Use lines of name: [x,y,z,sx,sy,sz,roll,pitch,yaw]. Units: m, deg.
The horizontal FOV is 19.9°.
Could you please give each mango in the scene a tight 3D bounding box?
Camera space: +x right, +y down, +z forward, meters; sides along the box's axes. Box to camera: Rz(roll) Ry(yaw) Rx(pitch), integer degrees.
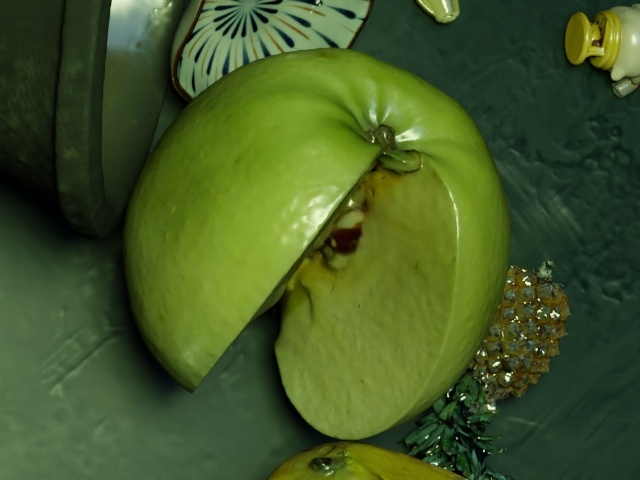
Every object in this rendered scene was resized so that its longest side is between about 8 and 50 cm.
mango: [0.063,0.246,1.393,0.262,0.167,0.130,20,32,-22]

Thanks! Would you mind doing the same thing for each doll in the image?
doll: [0.281,-0.165,1.608,0.127,0.073,0.084,2,111,-16]

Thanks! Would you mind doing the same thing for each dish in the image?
dish: [-0.051,-0.182,1.455,0.190,0.191,0.066,-24,52,-23]

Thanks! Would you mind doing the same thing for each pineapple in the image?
pineapple: [0.147,0.114,1.488,0.103,0.083,0.221,32,71,-15]

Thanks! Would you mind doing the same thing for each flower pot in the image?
flower pot: [-0.236,-0.198,1.295,0.251,0.379,0.379,11,75,0]

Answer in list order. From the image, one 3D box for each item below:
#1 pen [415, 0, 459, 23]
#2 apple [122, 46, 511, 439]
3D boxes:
pen: [0.068,-0.295,1.573,0.040,0.032,0.233,-21,85,1]
apple: [0.000,0.000,1.347,0.292,0.254,0.292,19,42,-18]
